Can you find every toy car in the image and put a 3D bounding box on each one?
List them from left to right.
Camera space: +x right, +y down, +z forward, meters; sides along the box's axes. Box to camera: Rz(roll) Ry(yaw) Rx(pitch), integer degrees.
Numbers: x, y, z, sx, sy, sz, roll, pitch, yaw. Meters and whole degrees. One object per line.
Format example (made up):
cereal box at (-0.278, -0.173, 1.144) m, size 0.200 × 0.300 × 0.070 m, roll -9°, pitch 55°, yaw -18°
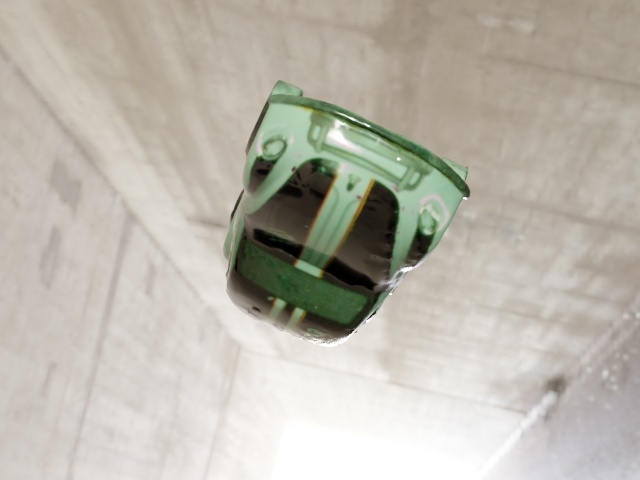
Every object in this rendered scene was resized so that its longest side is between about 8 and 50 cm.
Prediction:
toy car at (0.000, 0.000, 0.862) m, size 0.306 × 0.136 × 0.125 m, roll 122°, pitch 173°, yaw -77°
